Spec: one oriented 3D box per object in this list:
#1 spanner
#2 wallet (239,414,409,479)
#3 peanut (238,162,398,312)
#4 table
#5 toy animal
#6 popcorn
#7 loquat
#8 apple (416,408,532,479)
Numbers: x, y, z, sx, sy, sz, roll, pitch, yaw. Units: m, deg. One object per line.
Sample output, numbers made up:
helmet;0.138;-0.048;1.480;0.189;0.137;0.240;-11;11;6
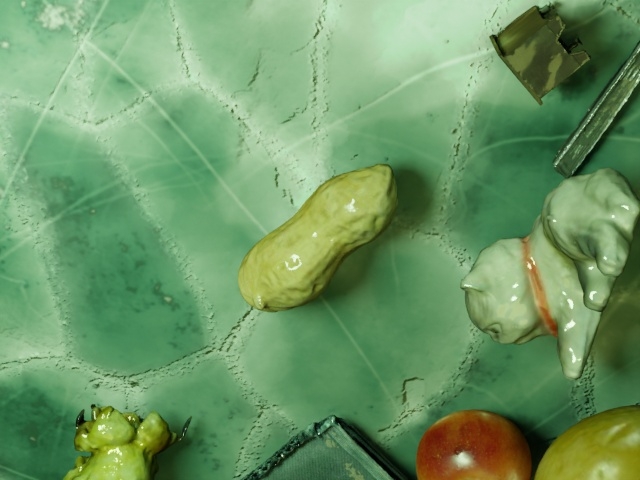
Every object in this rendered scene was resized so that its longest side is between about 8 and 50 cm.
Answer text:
spanner;0.380;-0.205;1.674;0.093;0.026;0.325;25;118;-15
wallet;-0.024;0.409;1.996;0.237;0.075;0.342;43;113;-15
peanut;0.000;0.000;1.742;0.263;0.117;0.101;-42;133;18
table;0.261;-0.224;1.637;0.082;0.070;0.083;-37;112;15
toy animal;0.277;0.026;1.694;0.188;0.308;0.266;24;95;10
popcorn;-0.277;0.322;1.908;0.173;0.168;0.195;9;82;7
loquat;0.425;0.362;1.862;0.284;0.276;0.276;-14;119;2
apple;0.211;0.313;1.901;0.163;0.139;0.163;-1;122;-1
